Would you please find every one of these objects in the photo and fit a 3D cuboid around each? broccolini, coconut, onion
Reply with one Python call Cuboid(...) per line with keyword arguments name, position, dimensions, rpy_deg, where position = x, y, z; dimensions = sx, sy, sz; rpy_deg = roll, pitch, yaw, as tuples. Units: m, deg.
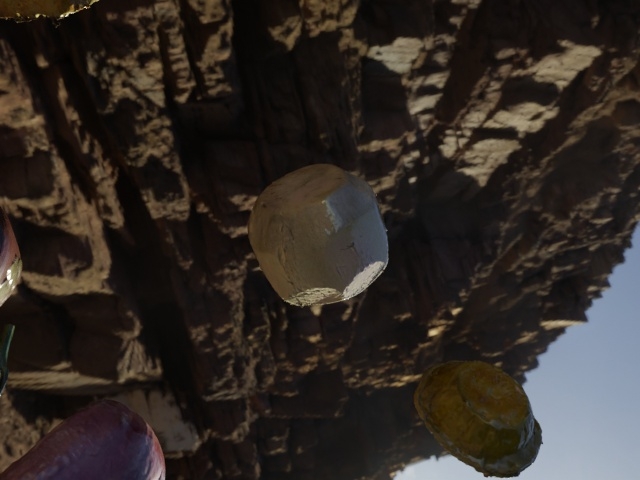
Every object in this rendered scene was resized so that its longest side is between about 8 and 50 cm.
Cuboid(name="broccolini", position=(-0.593, 0.250, 1.173), dimensions=(0.091, 0.068, 0.203), rpy_deg=(92, 13, -63))
Cuboid(name="coconut", position=(-0.002, 0.002, 0.772), dimensions=(0.161, 0.160, 0.162), rpy_deg=(-127, -165, -59))
Cuboid(name="onion", position=(-0.255, 0.289, 0.586), dimensions=(0.120, 0.283, 0.227), rpy_deg=(38, -34, 19))

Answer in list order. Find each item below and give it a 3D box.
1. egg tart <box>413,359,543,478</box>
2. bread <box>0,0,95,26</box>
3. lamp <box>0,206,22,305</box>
Cuboid(name="egg tart", position=(0.121, 0.124, 0.479), dimensions=(0.105, 0.105, 0.039), rpy_deg=(-117, -145, -43))
Cuboid(name="bread", position=(-0.516, -0.488, 1.158), dimensions=(0.260, 0.160, 0.147), rpy_deg=(13, -45, 27))
Cuboid(name="lamp", position=(-0.464, 0.010, 0.791), dimensions=(0.258, 0.180, 0.180), rpy_deg=(-41, -115, 64))
